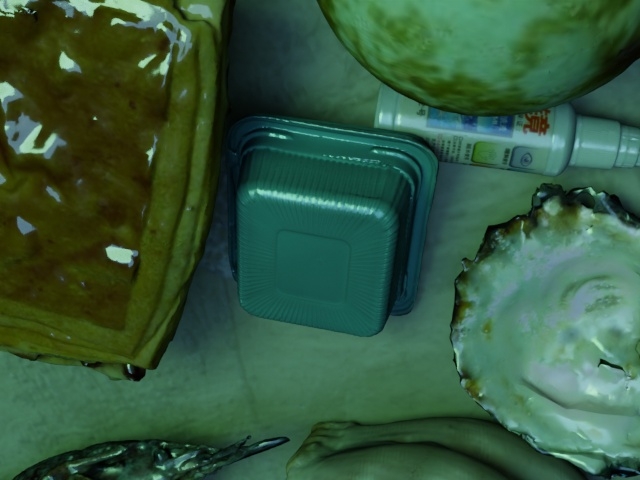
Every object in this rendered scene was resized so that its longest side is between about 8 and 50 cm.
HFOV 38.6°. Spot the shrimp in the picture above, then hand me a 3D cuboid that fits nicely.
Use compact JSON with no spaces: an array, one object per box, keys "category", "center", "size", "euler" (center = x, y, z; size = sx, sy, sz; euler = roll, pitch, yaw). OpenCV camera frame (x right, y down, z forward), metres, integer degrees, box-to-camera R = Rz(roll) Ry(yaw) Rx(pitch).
[{"category":"shrimp","center":[-0.181,0.256,0.811],"size":[0.372,0.137,0.172],"euler":[-13,144,20]}]

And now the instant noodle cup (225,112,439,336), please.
[{"category":"instant noodle cup","center":[0.000,0.000,0.685],"size":[0.157,0.070,0.179],"euler":[9,133,7]}]

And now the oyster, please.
[{"category":"oyster","center":[0.221,0.080,0.704],"size":[0.259,0.092,0.198],"euler":[37,111,4]}]

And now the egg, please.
[{"category":"egg","center":[0.117,-0.213,0.531],"size":[0.238,0.238,0.289],"euler":[30,89,-4]}]

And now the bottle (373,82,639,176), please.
[{"category":"bottle","center":[0.148,-0.077,0.668],"size":[0.217,0.060,0.060],"euler":[9,111,5]}]

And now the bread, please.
[{"category":"bread","center":[-0.198,-0.072,0.663],"size":[0.277,0.167,0.325],"euler":[17,121,1]}]

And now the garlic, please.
[{"category":"garlic","center":[0.126,0.295,0.719],"size":[0.246,0.231,0.340],"euler":[-27,98,14]}]
